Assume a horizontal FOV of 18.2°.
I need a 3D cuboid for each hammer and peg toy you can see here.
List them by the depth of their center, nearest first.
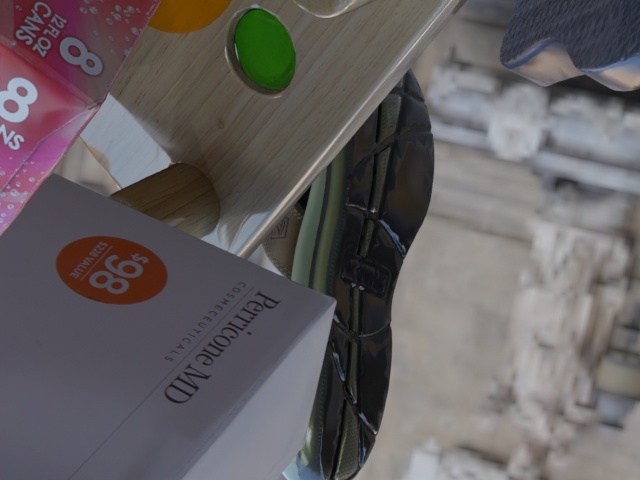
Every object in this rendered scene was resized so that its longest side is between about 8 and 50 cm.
[{"bbox_3d":[-0.043,-0.178,0.858,0.266,0.361,0.127,50,-137,11],"label":"hammer and peg toy"}]

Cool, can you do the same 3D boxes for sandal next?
[{"bbox_3d":[0.144,-0.109,0.894,0.054,0.097,0.254,25,-178,-9],"label":"sandal"},{"bbox_3d":[-0.001,0.001,1.217,0.086,0.303,0.120,1,159,30],"label":"sandal"}]

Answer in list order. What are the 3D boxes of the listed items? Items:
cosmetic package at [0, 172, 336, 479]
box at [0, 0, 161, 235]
[{"bbox_3d":[-0.204,0.090,0.744,0.284,0.097,0.377,25,-142,14],"label":"cosmetic package"},{"bbox_3d":[-0.106,-0.106,0.598,0.128,0.122,0.257,36,-143,-11],"label":"box"}]
